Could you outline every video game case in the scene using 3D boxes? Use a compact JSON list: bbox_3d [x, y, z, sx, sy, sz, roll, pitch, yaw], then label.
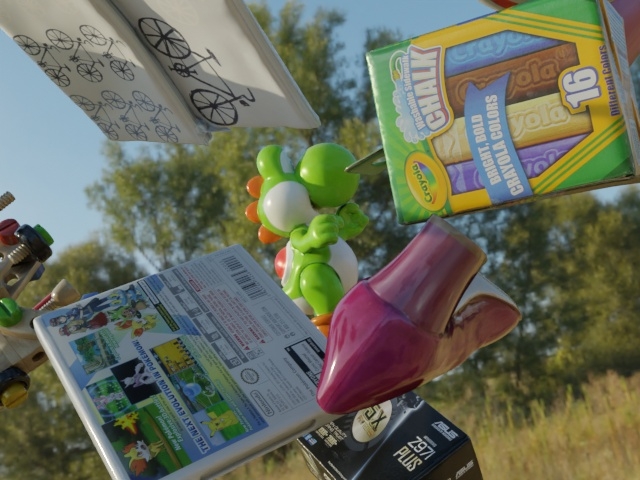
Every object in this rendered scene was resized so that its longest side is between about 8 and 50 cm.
[{"bbox_3d":[-0.153,0.145,1.015,0.300,0.329,0.036,-21,-48,-25],"label":"video game case"}]

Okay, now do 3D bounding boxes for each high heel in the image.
[{"bbox_3d":[0.094,0.092,0.823,0.181,0.127,0.377,-52,-24,0],"label":"high heel"}]

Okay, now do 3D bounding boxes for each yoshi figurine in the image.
[{"bbox_3d":[0.021,-0.013,1.354,0.203,0.362,0.203,-15,-16,-31],"label":"yoshi figurine"}]

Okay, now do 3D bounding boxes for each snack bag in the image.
[{"bbox_3d":[-0.195,-0.210,0.893,0.342,0.037,0.323,5,-30,30],"label":"snack bag"}]

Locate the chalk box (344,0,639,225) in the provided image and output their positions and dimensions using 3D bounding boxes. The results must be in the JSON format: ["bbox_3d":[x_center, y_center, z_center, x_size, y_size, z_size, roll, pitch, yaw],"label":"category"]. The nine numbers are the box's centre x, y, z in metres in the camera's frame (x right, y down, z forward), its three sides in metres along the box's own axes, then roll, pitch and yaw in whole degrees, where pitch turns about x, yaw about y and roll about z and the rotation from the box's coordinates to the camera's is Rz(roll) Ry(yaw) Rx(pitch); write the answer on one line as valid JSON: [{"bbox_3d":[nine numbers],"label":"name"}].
[{"bbox_3d":[0.165,-0.119,0.848,0.289,0.179,0.180,-10,-1,26],"label":"chalk box"}]

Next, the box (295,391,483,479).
[{"bbox_3d":[0.077,0.257,0.993,0.147,0.077,0.180,-32,33,-17],"label":"box"}]

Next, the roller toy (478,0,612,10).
[{"bbox_3d":[0.241,-0.326,0.870,0.191,0.146,0.209,0,-14,21],"label":"roller toy"}]

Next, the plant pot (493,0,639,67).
[{"bbox_3d":[0.349,-0.272,1.144,0.180,0.201,0.201,-39,-4,-17],"label":"plant pot"}]

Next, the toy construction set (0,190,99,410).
[{"bbox_3d":[-0.457,0.130,1.220,0.237,0.257,0.309,-44,-1,-21],"label":"toy construction set"}]
